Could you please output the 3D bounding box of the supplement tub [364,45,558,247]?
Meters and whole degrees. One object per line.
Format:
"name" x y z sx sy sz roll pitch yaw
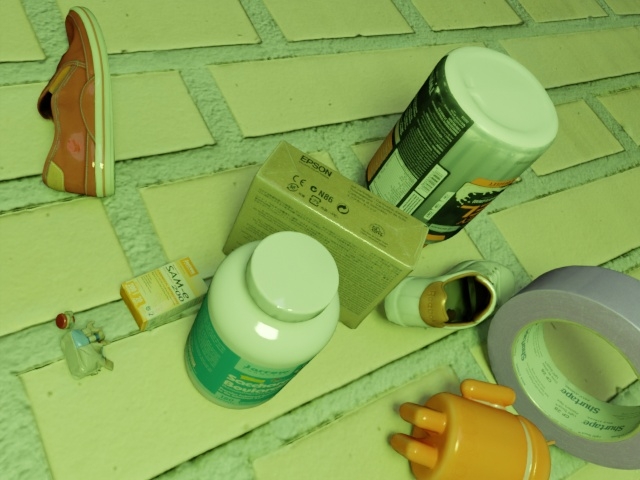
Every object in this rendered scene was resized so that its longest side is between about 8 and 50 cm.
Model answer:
"supplement tub" 0.191 -0.122 0.860 0.193 0.316 0.194 11 57 -17

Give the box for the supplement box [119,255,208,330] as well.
"supplement box" -0.209 0.070 0.742 0.098 0.036 0.062 -26 73 -34

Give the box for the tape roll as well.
"tape roll" 0.379 0.176 0.780 0.090 0.275 0.275 -28 74 -33

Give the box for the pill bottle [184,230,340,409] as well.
"pill bottle" -0.069 0.095 0.644 0.146 0.264 0.146 11 57 -17

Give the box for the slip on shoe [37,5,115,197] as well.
"slip on shoe" -0.360 -0.213 0.809 0.101 0.123 0.331 -3 66 -21

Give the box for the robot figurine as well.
"robot figurine" 0.207 0.282 0.735 0.219 0.128 0.158 19 39 -10

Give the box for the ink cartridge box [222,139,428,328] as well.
"ink cartridge box" 0.000 0.000 0.778 0.234 0.193 0.088 31 52 -4

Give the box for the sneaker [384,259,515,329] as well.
"sneaker" 0.237 0.090 0.840 0.290 0.123 0.106 -8 94 -41

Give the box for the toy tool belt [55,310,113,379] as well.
"toy tool belt" -0.286 0.125 0.674 0.051 0.052 0.083 1 57 -60
